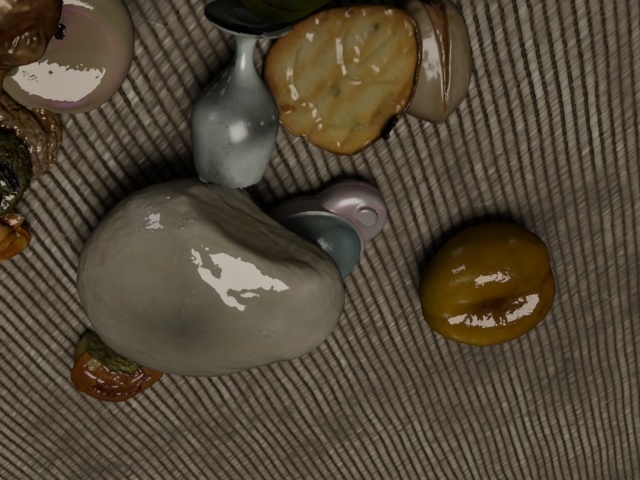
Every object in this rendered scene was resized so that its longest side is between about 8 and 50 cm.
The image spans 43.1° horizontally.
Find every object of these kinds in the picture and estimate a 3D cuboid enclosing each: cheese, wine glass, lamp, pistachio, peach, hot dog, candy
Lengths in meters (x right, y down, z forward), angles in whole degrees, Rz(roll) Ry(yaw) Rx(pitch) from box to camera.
[{"bbox_3d":[-0.293,-0.280,0.947,0.163,0.082,0.286,1,132,-23],"label":"cheese"},{"bbox_3d":[-0.111,-0.194,1.096,0.126,0.126,0.241,2,127,-16],"label":"wine glass"},{"bbox_3d":[0.001,0.001,1.318,0.246,0.108,0.179,-35,135,16],"label":"lamp"},{"bbox_3d":[0.151,-0.251,1.119,0.124,0.124,0.185,-14,132,-2],"label":"pistachio"},{"bbox_3d":[0.295,0.082,1.445,0.251,0.153,0.251,-9,127,-12],"label":"peach"},{"bbox_3d":[-0.537,0.017,1.211,0.249,0.076,0.102,-28,169,12],"label":"hot dog"},{"bbox_3d":[-0.194,0.091,1.254,0.386,0.186,0.427,40,134,-25],"label":"candy"}]

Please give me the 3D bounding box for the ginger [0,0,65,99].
[{"bbox_3d":[-0.427,-0.244,0.852,0.418,0.176,0.254,-24,93,26],"label":"ginger"}]

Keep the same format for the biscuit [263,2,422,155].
[{"bbox_3d":[0.035,-0.223,1.105,0.203,0.041,0.260,48,128,-8],"label":"biscuit"}]

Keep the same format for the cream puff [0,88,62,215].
[{"bbox_3d":[-0.433,-0.110,1.058,0.183,0.169,0.183,-7,131,-8],"label":"cream puff"}]

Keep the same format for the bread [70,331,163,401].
[{"bbox_3d":[-0.363,0.229,1.439,0.156,0.086,0.125,8,130,-20],"label":"bread"}]

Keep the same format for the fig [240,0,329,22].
[{"bbox_3d":[0.002,-0.364,1.000,0.259,0.151,0.151,-27,137,-23],"label":"fig"}]
